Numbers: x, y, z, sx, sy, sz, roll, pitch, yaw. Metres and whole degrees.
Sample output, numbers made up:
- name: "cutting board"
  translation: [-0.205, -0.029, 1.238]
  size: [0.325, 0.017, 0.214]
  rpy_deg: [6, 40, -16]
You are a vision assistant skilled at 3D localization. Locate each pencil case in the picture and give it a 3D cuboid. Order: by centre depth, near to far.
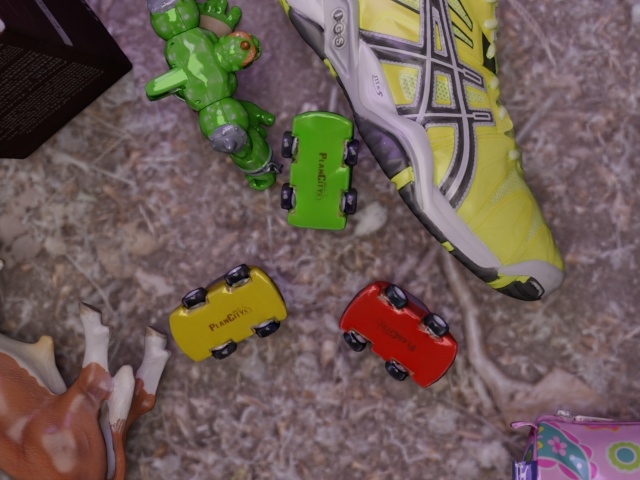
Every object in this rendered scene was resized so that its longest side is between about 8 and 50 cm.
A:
- name: "pencil case"
  translation: [0.295, 0.193, 1.163]
  size: [0.284, 0.124, 0.124]
  rpy_deg: [-2, 94, 7]

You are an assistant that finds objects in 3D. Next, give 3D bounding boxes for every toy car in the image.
- name: "toy car"
  translation: [0.000, 0.000, 1.192]
  size: [0.239, 0.053, 0.225]
  rpy_deg: [5, 108, 4]

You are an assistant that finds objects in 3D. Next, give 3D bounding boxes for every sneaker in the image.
- name: "sneaker"
  translation: [0.093, -0.127, 1.148]
  size: [0.147, 0.145, 0.384]
  rpy_deg: [-32, 92, 7]

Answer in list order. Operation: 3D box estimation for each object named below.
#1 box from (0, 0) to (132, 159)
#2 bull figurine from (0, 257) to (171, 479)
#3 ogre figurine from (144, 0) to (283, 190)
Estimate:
- name: "box"
  translation: [-0.277, -0.169, 1.059]
  size: [0.143, 0.381, 0.191]
  rpy_deg: [-38, 90, 4]
- name: "bull figurine"
  translation: [-0.282, 0.102, 1.217]
  size: [0.310, 0.101, 0.188]
  rpy_deg: [30, 94, 3]
- name: "ogre figurine"
  translation: [-0.091, -0.133, 1.176]
  size: [0.097, 0.118, 0.197]
  rpy_deg: [-6, 94, 5]
